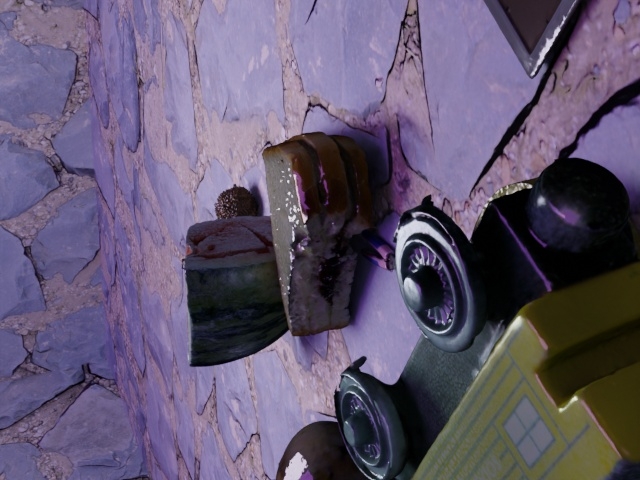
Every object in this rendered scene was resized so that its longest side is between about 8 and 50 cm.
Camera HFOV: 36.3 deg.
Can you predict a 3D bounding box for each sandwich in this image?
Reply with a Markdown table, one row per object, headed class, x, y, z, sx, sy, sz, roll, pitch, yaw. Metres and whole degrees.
| class | x | y | z | sx | sy | sz | roll | pitch | yaw |
| --- | --- | --- | --- | --- | --- | --- | --- | --- | --- |
| sandwich | -0.005 | 0.001 | 1.286 | 0.254 | 0.100 | 0.288 | -160 | 62 | -72 |

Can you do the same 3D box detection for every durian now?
| class | x | y | z | sx | sy | sz | roll | pitch | yaw |
| --- | --- | --- | --- | --- | --- | --- | --- | --- | --- |
| durian | -0.145 | -0.059 | 1.672 | 0.080 | 0.080 | 0.091 | 120 | 145 | -59 |

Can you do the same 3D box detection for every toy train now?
| class | x | y | z | sx | sy | sz | roll | pitch | yaw |
| --- | --- | --- | --- | --- | --- | --- | --- | --- | --- |
| toy train | 0.158 | 0.143 | 0.764 | 0.272 | 0.179 | 0.442 | 59 | 154 | 28 |

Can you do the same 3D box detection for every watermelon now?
| class | x | y | z | sx | sy | sz | roll | pitch | yaw |
| --- | --- | --- | --- | --- | --- | --- | --- | --- | --- |
| watermelon | -0.136 | 0.066 | 1.517 | 0.261 | 0.213 | 0.201 | 103 | 149 | -46 |

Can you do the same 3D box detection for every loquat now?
| class | x | y | z | sx | sy | sz | roll | pitch | yaw |
| --- | --- | --- | --- | --- | --- | --- | --- | --- | --- |
| loquat | 0.019 | 0.354 | 1.324 | 0.179 | 0.179 | 0.227 | -165 | 69 | -67 |

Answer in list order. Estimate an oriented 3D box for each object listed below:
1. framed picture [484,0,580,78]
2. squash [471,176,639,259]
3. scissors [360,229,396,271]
| class | x | y | z | sx | sy | sz | roll | pitch | yaw |
| --- | --- | --- | --- | --- | --- | --- | --- | --- | --- |
| framed picture | 0.168 | -0.324 | 0.839 | 0.232 | 0.019 | 0.296 | 113 | 140 | -56 |
| squash | 0.213 | 0.066 | 0.880 | 0.252 | 0.049 | 0.252 | 167 | 90 | -70 |
| scissors | 0.077 | 0.018 | 1.234 | 0.113 | 0.012 | 0.039 | -141 | 45 | -60 |
